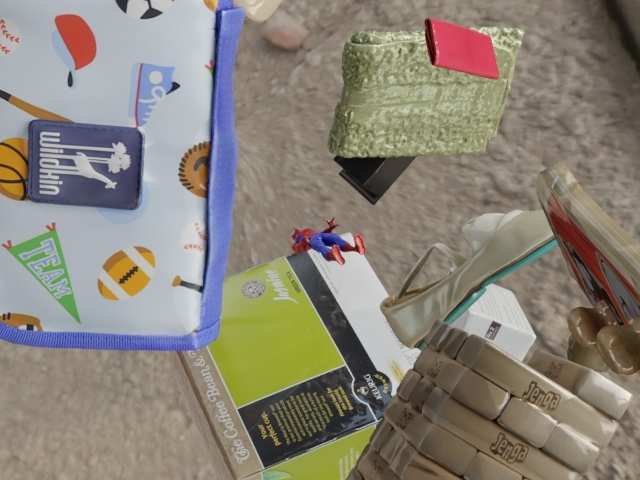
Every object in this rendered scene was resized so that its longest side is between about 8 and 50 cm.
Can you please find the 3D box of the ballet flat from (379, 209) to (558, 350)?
[{"bbox_3d":[0.154,0.023,1.121,0.086,0.086,0.248,43,122,-8],"label":"ballet flat"}]

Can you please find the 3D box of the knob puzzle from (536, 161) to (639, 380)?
[{"bbox_3d":[0.131,0.052,0.455,0.030,0.213,0.213,-32,98,6],"label":"knob puzzle"}]

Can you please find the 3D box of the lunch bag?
[{"bbox_3d":[-0.246,-0.095,0.958,0.386,0.239,0.327,13,108,27],"label":"lunch bag"}]

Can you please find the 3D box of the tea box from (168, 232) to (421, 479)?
[{"bbox_3d":[-0.029,0.216,1.632,0.324,0.329,0.220,-19,142,-14],"label":"tea box"}]

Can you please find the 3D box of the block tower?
[{"bbox_3d":[0.036,0.200,0.608,0.097,0.091,0.335,32,88,-9],"label":"block tower"}]

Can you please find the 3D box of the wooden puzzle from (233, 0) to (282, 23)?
[{"bbox_3d":[-0.118,-0.442,1.136,0.348,0.080,0.322,35,81,-10],"label":"wooden puzzle"}]

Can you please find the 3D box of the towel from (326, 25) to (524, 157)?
[{"bbox_3d":[0.079,-0.111,0.828,0.148,0.027,0.110,-7,130,-22],"label":"towel"}]

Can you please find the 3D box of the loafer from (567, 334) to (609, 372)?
[{"bbox_3d":[0.302,0.118,1.201,0.056,0.148,0.050,7,72,8],"label":"loafer"}]

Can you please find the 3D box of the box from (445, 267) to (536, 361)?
[{"bbox_3d":[0.234,0.169,1.748,0.119,0.182,0.181,21,109,-10],"label":"box"}]

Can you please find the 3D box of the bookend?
[{"bbox_3d":[0.074,-0.141,1.454,0.072,0.156,0.157,44,98,22],"label":"bookend"}]

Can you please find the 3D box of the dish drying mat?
[{"bbox_3d":[0.092,-0.124,0.717,0.008,0.083,0.032,-16,81,35],"label":"dish drying mat"}]

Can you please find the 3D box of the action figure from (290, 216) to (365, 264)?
[{"bbox_3d":[0.000,0.000,0.998,0.038,0.115,0.030,-31,106,-20],"label":"action figure"}]
